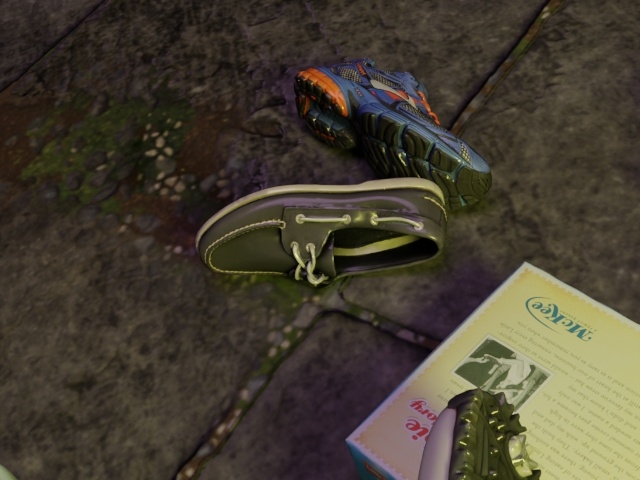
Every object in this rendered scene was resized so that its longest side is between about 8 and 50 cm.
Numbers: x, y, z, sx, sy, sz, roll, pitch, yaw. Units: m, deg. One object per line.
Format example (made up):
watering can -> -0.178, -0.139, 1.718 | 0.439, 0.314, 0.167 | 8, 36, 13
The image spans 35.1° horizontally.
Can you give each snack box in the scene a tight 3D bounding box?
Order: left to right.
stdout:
snack box -> 0.191, 0.156, 0.609 | 0.187, 0.060, 0.322 | -41, 50, -20

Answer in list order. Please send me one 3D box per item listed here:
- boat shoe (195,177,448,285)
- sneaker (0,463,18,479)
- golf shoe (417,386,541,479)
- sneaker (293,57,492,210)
boat shoe -> 0.000, 0.000, 0.803 | 0.206, 0.075, 0.065 | -10, 44, 4
sneaker -> -0.188, 0.247, 0.594 | 0.094, 0.151, 0.256 | -24, 48, -5
golf shoe -> 0.052, 0.212, 0.534 | 0.120, 0.105, 0.273 | -5, 70, 37
sneaker -> 0.069, -0.105, 0.871 | 0.087, 0.083, 0.221 | -33, 51, -22
